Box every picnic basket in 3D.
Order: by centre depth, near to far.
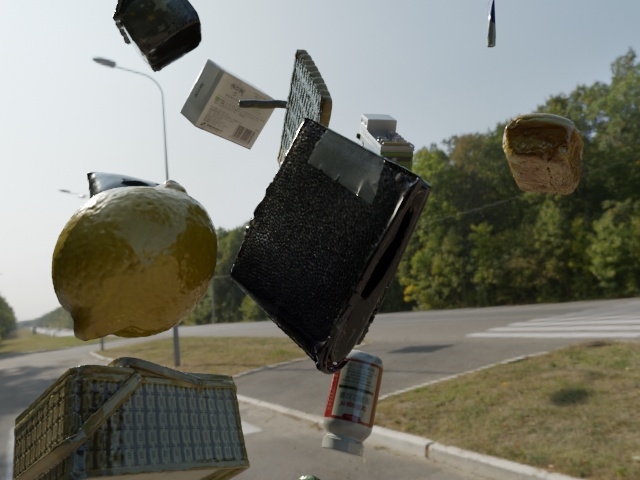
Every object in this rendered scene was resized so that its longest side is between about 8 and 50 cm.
[{"bbox_3d":[-0.303,0.317,0.793,0.228,0.175,0.313,-39,-38,28],"label":"picnic basket"}]

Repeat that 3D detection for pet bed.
[{"bbox_3d":[-0.410,-0.544,1.231,0.183,0.159,0.211,-36,10,-6],"label":"pet bed"}]

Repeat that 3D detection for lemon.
[{"bbox_3d":[-0.220,0.020,0.607,0.187,0.244,0.187,8,-45,8],"label":"lemon"}]

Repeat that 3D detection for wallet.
[{"bbox_3d":[0.000,0.000,0.631,0.071,0.262,0.221,8,22,-45],"label":"wallet"}]

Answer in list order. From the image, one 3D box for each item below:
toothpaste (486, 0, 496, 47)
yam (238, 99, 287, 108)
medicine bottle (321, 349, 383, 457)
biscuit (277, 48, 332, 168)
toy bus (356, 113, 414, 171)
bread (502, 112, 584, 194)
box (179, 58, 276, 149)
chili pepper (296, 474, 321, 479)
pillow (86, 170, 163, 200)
[{"bbox_3d":[0.289,-0.371,0.839,0.015,0.083,0.024,0,-2,-7],"label":"toothpaste"},{"bbox_3d":[-0.103,-0.365,1.322,0.234,0.027,0.029,-7,-1,-19],"label":"yam"},{"bbox_3d":[0.082,0.421,1.290,0.131,0.250,0.131,12,-25,6],"label":"medicine bottle"},{"bbox_3d":[-0.032,-0.180,0.871,0.029,0.172,0.254,-5,-40,-20],"label":"biscuit"},{"bbox_3d":[0.179,-0.262,1.396,0.113,0.139,0.302,0,25,-8],"label":"toy bus"},{"bbox_3d":[0.555,-0.211,1.237,0.167,0.132,0.294,22,-3,32],"label":"bread"},{"bbox_3d":[-0.289,-0.431,1.601,0.260,0.111,0.194,17,-68,-53],"label":"box"},{"bbox_3d":[-0.036,0.378,0.585,0.073,0.204,0.072,21,1,-23],"label":"chili pepper"},{"bbox_3d":[-0.334,-0.039,0.888,0.186,0.250,0.106,10,-54,-26],"label":"pillow"}]
